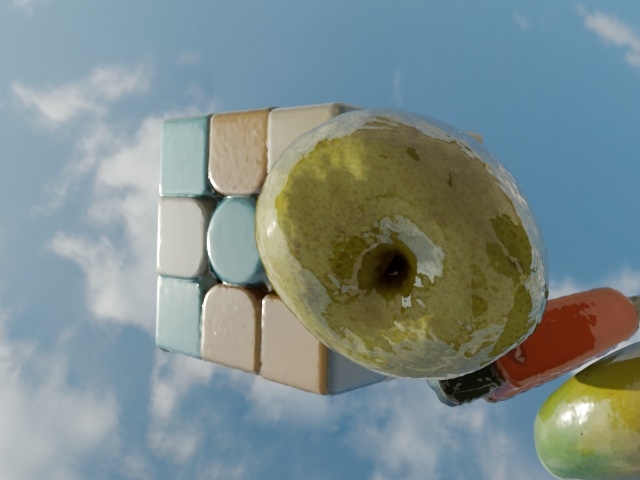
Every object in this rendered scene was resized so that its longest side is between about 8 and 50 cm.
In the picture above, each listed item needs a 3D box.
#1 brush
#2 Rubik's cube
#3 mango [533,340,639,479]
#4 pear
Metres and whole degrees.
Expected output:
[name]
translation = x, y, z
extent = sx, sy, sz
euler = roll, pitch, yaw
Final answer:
[brush]
translation = 0.232, 0.094, 0.639
extent = 0.324, 0.051, 0.070
euler = -10, -118, -27
[Rubik's cube]
translation = 0.000, 0.000, 0.959
extent = 0.347, 0.347, 0.343
euler = -3, -83, -50
[mango]
translation = 0.236, 0.129, 0.481
extent = 0.130, 0.194, 0.091
euler = 11, -126, -20
[pear]
translation = 0.065, -0.002, 0.522
extent = 0.229, 0.188, 0.211
euler = 33, -159, 5
